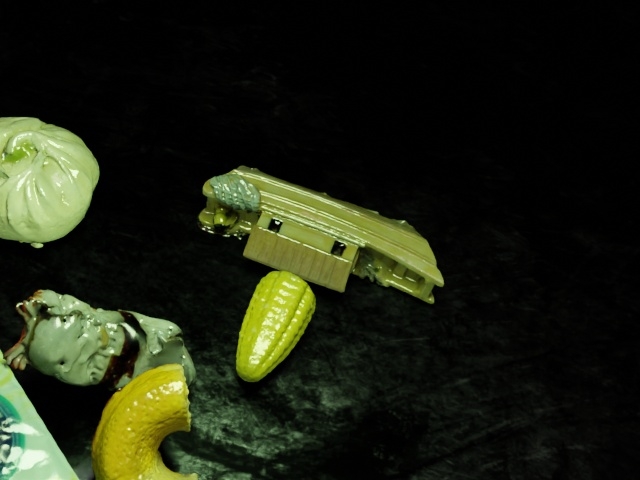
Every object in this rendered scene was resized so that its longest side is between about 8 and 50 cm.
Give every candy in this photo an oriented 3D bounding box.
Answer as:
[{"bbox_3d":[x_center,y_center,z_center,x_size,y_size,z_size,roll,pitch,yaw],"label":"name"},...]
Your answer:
[{"bbox_3d":[-0.081,0.148,1.925,0.106,0.094,0.199,-1,47,32],"label":"candy"}]

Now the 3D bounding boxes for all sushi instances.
[{"bbox_3d":[-0.316,0.159,1.766,0.332,0.124,0.130,16,6,-30],"label":"sushi"}]

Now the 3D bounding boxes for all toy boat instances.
[{"bbox_3d":[0.000,0.000,2.044,0.446,0.136,0.162,19,54,1],"label":"toy boat"}]

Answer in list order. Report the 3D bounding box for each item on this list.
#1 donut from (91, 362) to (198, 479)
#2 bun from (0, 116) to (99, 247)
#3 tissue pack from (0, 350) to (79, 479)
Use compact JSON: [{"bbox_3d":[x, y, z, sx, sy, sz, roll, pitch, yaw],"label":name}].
[{"bbox_3d":[-0.253,0.314,1.695,0.152,0.101,0.259,-7,87,-9],"label":"donut"},{"bbox_3d":[-0.497,-0.118,2.002,0.259,0.160,0.259,7,47,-8],"label":"bun"},{"bbox_3d":[-0.504,0.339,1.619,0.287,0.162,0.388,-26,61,-27],"label":"tissue pack"}]
